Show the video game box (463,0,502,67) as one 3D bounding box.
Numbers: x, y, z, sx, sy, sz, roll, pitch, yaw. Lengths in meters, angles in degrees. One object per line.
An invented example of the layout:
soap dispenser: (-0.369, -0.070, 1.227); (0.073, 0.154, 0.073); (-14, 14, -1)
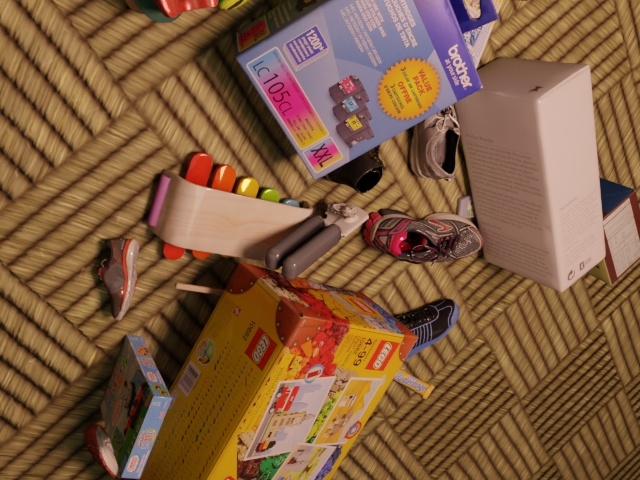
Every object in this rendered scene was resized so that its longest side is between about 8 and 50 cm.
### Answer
video game box: (0.242, -0.438, 1.216); (0.187, 0.048, 0.205); (26, 83, -22)

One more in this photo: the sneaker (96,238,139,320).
sneaker: (-0.363, 0.065, 1.153); (0.064, 0.061, 0.158); (11, 107, -4)

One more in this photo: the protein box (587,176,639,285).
protein box: (0.650, -0.038, 1.571); (0.136, 0.200, 0.201); (-38, 125, -9)

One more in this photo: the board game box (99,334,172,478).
board game box: (-0.334, 0.289, 1.161); (0.039, 0.211, 0.160); (16, 102, -32)

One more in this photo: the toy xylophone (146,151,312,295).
toy xylophone: (-0.163, -0.011, 1.203); (0.322, 0.081, 0.236); (20, 101, -34)

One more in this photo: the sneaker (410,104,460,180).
sneaker: (0.242, -0.252, 1.299); (0.105, 0.115, 0.282); (-20, 117, -21)

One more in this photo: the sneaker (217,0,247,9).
sneaker: (-0.100, -0.505, 1.023); (0.123, 0.109, 0.296); (27, 102, -7)

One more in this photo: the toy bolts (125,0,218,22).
toy bolts: (-0.228, -0.440, 0.949); (0.218, 0.158, 0.229); (-25, 119, -39)

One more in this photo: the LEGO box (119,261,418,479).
LEGO box: (-0.092, 0.326, 1.261); (0.372, 0.193, 0.500); (18, 105, -49)

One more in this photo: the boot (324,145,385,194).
boot: (0.105, -0.174, 1.246); (0.077, 0.137, 0.198); (38, 90, -36)

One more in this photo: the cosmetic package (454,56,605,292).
cosmetic package: (0.448, -0.140, 1.386); (0.161, 0.230, 0.454); (-33, 123, -21)

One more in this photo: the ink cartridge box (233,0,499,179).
ink cartridge box: (0.089, -0.321, 1.091); (0.395, 0.151, 0.270); (-30, 125, 8)

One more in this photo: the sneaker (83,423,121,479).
sneaker: (-0.380, 0.427, 1.288); (0.093, 0.088, 0.225); (-49, 129, -24)

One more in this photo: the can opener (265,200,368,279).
can opener: (0.000, 0.000, 1.221); (0.280, 0.074, 0.093); (-35, 145, -51)

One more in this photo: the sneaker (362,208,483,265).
sneaker: (0.238, 0.007, 1.417); (0.299, 0.112, 0.121); (2, 111, -30)

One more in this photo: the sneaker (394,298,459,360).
sneaker: (0.221, 0.200, 1.511); (0.232, 0.081, 0.090); (-37, 131, -8)

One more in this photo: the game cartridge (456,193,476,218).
game cartridge: (0.351, -0.081, 1.499); (0.083, 0.017, 0.056); (-10, 112, -25)

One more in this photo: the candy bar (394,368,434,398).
candy bar: (0.225, 0.353, 1.621); (0.161, 0.018, 0.040); (34, 92, -36)
